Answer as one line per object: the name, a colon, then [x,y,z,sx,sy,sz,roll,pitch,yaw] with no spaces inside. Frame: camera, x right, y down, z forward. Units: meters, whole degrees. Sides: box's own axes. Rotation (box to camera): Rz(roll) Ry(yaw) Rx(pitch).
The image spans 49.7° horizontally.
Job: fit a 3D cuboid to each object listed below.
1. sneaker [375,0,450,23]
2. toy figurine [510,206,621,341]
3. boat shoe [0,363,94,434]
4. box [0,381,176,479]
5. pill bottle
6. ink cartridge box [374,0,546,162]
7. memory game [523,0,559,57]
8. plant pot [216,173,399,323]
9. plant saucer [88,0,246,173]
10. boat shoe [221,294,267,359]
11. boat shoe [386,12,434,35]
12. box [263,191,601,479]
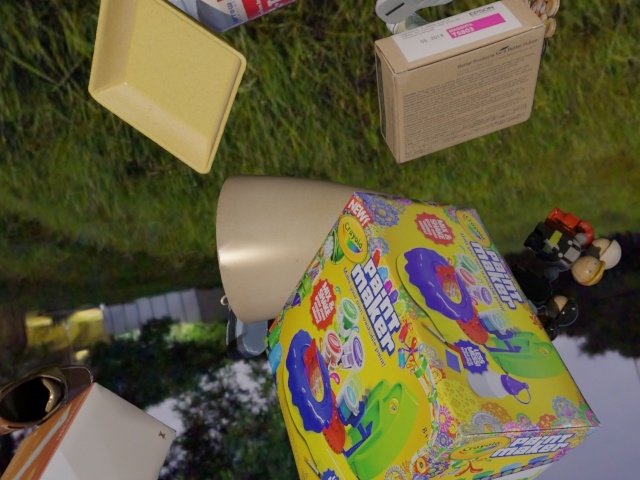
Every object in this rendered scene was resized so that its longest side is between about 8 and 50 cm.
sneaker: [0.201,-0.509,1.348,0.094,0.091,0.258,33,163,-28]
toy figurine: [0.409,0.066,1.206,0.209,0.148,0.213,-23,146,-60]
boat shoe: [-0.559,0.317,1.379,0.116,0.123,0.324,-16,-179,22]
box: [-0.429,0.421,1.168,0.345,0.168,0.215,-37,-157,39]
pill bottle: [-0.195,-0.636,1.635,0.408,0.229,0.229,-24,176,-1]
ink cartridge box: [0.207,-0.241,1.055,0.235,0.088,0.193,-19,144,-5]
memory game: [0.409,-0.415,1.332,0.012,0.186,0.186,7,172,-9]
plant pot: [0.000,0.000,1.152,0.274,0.256,0.256,-6,177,11]
plant saucer: [-0.310,-0.351,1.436,0.081,0.333,0.332,-51,174,-43]
boat shoe: [-0.186,0.154,1.760,0.105,0.306,0.113,-22,148,40]
boat shoe: [0.276,-0.523,1.831,0.109,0.094,0.302,-43,156,27]
box: [0.093,0.150,0.769,0.177,0.290,0.279,6,134,-29]
